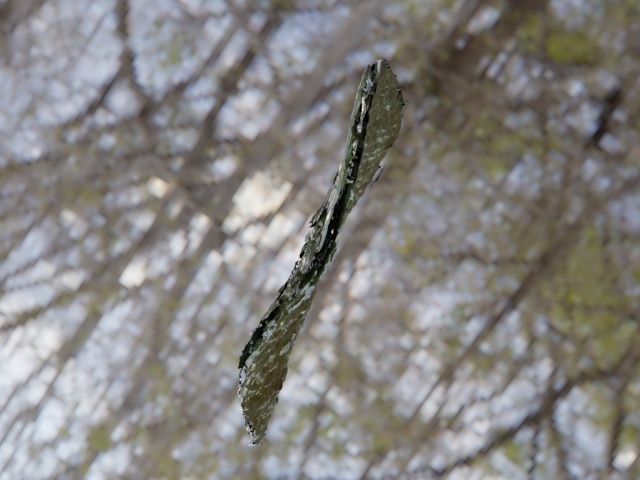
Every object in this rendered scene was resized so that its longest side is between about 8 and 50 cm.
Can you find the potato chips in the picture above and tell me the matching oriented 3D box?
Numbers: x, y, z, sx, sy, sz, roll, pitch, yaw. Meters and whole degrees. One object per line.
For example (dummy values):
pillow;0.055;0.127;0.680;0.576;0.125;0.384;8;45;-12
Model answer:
potato chips;0.000;0.000;0.781;0.026;0.142;0.209;26;158;3
